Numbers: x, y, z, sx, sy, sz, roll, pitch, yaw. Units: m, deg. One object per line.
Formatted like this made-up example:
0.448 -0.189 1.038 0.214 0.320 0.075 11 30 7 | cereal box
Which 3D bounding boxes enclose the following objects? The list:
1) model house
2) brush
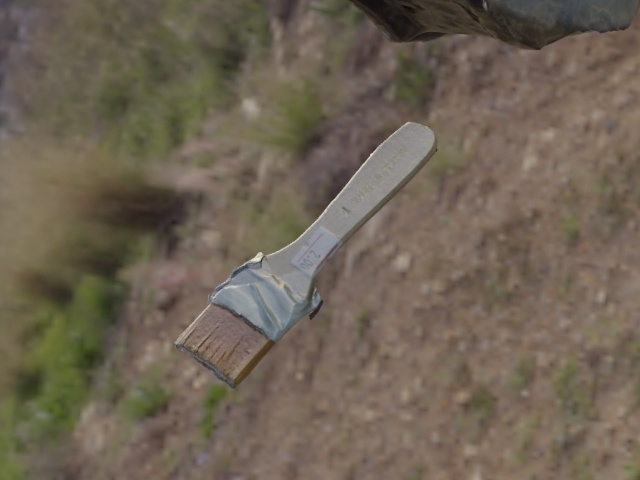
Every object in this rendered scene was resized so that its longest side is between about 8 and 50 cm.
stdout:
0.051 -0.135 0.750 0.152 0.165 0.106 7 102 38 | model house
0.000 0.000 1.683 0.085 0.336 0.020 34 153 16 | brush
